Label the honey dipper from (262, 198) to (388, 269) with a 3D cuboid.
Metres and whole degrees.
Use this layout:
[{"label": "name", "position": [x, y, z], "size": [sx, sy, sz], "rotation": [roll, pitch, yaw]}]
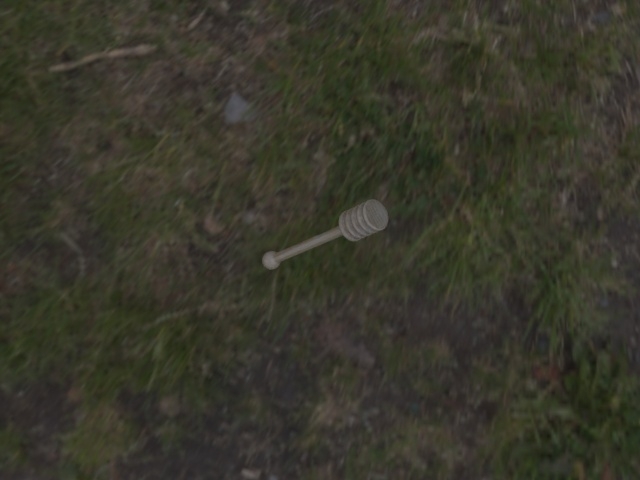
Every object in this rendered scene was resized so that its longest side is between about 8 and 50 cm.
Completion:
[{"label": "honey dipper", "position": [0.000, 0.000, 1.435], "size": [0.161, 0.030, 0.030], "rotation": [-25, 104, 46]}]
